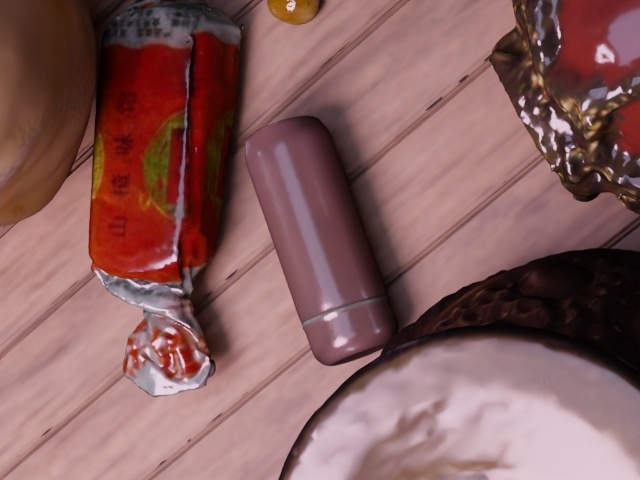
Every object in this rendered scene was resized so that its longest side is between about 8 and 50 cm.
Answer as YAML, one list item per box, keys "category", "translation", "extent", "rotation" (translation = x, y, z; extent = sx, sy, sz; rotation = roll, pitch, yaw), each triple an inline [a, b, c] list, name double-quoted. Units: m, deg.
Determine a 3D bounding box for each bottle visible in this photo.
- category: "bottle"
  translation: [0.000, 0.000, 0.817]
  extent: [0.053, 0.053, 0.140]
  rotation: [-23, 79, 18]

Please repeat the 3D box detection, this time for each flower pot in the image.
- category: "flower pot"
  translation: [0.110, 0.131, 0.657]
  extent: [0.267, 0.267, 0.266]
  rotation: [-1, 86, 20]

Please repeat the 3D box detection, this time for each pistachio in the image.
- category: "pistachio"
  translation: [-0.246, -0.101, 0.809]
  extent: [0.230, 0.230, 0.309]
  rotation: [-32, 37, 16]

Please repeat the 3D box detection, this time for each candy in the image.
- category: "candy"
  translation: [-0.094, -0.053, 0.853]
  extent: [0.086, 0.059, 0.292]
  rotation: [2, 88, 24]

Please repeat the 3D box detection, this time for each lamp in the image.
- category: "lamp"
  translation: [0.217, -0.125, 0.685]
  extent: [0.274, 0.177, 0.177]
  rotation: [-33, 77, 16]

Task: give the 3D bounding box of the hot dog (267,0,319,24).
- category: "hot dog"
  translation: [-0.010, -0.197, 0.845]
  extent: [0.044, 0.028, 0.137]
  rotation: [13, 93, 27]
